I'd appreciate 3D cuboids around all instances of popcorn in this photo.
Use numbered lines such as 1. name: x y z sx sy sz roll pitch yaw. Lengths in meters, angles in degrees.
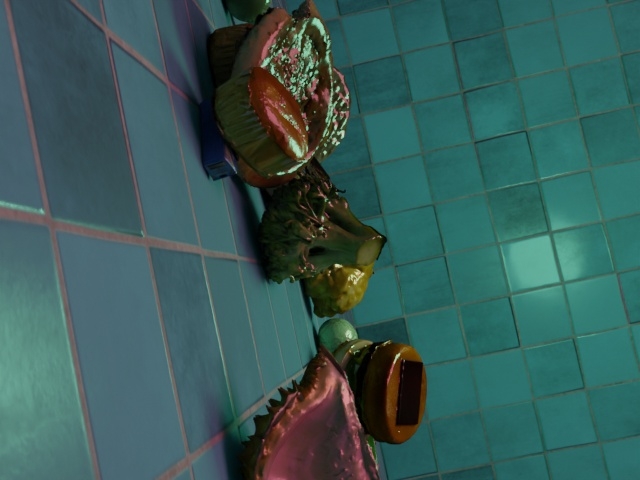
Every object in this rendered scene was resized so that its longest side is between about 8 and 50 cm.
1. popcorn: 0.037 0.085 2.256 0.253 0.190 0.191 -59 143 -17

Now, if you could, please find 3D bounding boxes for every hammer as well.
1. hammer: -0.161 -0.517 2.006 0.206 0.119 0.335 -93 176 -59

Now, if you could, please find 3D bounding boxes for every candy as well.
1. candy: 0.073 0.417 2.336 0.119 0.119 0.440 -93 173 -62

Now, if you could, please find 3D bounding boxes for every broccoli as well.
1. broccoli: 0.000 0.000 1.641 0.288 0.245 0.248 10 105 -63

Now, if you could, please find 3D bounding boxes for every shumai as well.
1. shumai: -0.081 -0.355 2.272 0.262 0.267 0.314 16 -89 63

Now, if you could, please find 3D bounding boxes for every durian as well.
1. durian: -0.037 0.320 1.110 0.195 0.185 0.305 -31 118 -57

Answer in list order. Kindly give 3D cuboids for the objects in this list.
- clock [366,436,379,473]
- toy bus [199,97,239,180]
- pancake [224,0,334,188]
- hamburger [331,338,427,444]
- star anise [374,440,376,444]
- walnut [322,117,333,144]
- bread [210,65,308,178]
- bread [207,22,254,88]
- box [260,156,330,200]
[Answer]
1. clock: 0.101 0.585 2.258 0.255 0.106 0.220 78 4 -55
2. toy bus: -0.169 -0.172 1.335 0.061 0.051 0.153 60 18 -55
3. pancake: -0.074 -0.278 1.545 0.382 0.071 0.382 -46 148 -42
4. hamburger: 0.130 0.382 2.061 0.291 0.225 0.291 -2 93 -57
5. star anise: 0.119 0.564 2.461 0.168 0.057 0.168 44 -30 34
6. walnut: -0.072 -0.294 1.851 0.228 0.228 0.228 -12 90 -85
7. bread: -0.093 -0.196 1.338 0.190 0.114 0.132 40 36 -48
8. bread: -0.151 -0.334 1.615 0.199 0.104 0.199 -10 90 -84
9. box: -0.054 -0.139 1.986 0.198 0.084 0.310 52 17 -26
